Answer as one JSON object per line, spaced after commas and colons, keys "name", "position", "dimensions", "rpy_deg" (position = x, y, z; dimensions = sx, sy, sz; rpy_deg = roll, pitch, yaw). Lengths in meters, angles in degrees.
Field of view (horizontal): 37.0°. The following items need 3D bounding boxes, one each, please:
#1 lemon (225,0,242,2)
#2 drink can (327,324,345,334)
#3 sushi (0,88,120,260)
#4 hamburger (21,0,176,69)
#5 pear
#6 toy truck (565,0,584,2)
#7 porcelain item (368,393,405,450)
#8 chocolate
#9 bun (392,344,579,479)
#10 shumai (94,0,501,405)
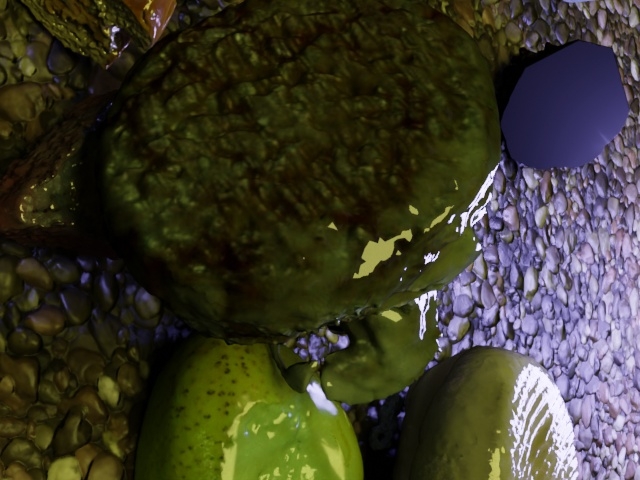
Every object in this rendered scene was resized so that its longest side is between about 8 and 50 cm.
{"name": "lemon", "position": [-0.112, -0.391, 1.059], "dimensions": [0.184, 0.184, 0.249], "rpy_deg": [-19, 100, -44]}
{"name": "drink can", "position": [0.000, 0.000, 1.192], "dimensions": [0.097, 0.097, 0.235], "rpy_deg": [-44, 117, -37]}
{"name": "sushi", "position": [-0.225, -0.040, 0.956], "dimensions": [0.161, 0.107, 0.241], "rpy_deg": [60, 37, -29]}
{"name": "hamburger", "position": [-0.245, -0.326, 0.948], "dimensions": [0.283, 0.144, 0.157], "rpy_deg": [51, 54, -26]}
{"name": "pear", "position": [-0.072, 0.213, 1.063], "dimensions": [0.292, 0.159, 0.293], "rpy_deg": [8, 79, -42]}
{"name": "toy truck", "position": [0.406, -0.505, 1.631], "dimensions": [0.256, 0.108, 0.140], "rpy_deg": [35, 76, -35]}
{"name": "porcelain item", "position": [0.090, 0.249, 1.306], "dimensions": [0.036, 0.028, 0.083], "rpy_deg": [35, 63, -18]}
{"name": "chocolate", "position": [0.363, -0.242, 1.565], "dimensions": [0.224, 0.206, 0.177], "rpy_deg": [60, 6, -35]}
{"name": "bun", "position": [0.210, 0.315, 1.277], "dimensions": [0.365, 0.219, 0.365], "rpy_deg": [20, 67, -56]}
{"name": "shumai", "position": [-0.008, -0.034, 0.964], "dimensions": [0.348, 0.395, 0.395], "rpy_deg": [82, 29, -60]}
